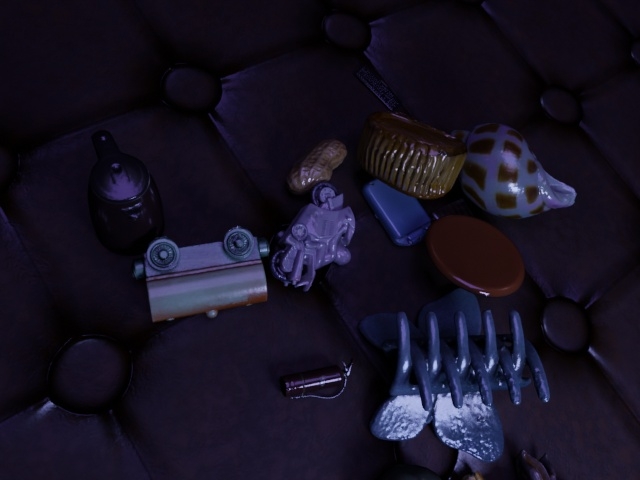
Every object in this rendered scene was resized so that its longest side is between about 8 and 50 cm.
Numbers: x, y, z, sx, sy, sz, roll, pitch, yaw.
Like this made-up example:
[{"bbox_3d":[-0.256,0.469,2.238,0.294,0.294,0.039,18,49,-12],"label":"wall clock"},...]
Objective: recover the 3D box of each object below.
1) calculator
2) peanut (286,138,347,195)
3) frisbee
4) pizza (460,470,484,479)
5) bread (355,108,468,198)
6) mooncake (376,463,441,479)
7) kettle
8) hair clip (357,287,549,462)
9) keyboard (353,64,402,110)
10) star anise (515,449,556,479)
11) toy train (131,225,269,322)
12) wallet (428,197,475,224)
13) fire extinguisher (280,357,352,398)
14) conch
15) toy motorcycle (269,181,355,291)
[{"bbox_3d":[0.190,-0.084,1.295,0.121,0.039,0.210,-27,77,-26],"label":"calculator"},{"bbox_3d":[-0.007,-0.181,1.250,0.194,0.093,0.083,-45,125,-24],"label":"peanut"},{"bbox_3d":[0.366,0.029,1.225,0.250,0.021,0.251,8,47,-9],"label":"frisbee"},{"bbox_3d":[0.316,0.564,1.071,0.098,0.036,0.160,1,68,-15],"label":"pizza"},{"bbox_3d":[0.213,-0.209,1.252,0.253,0.143,0.227,29,37,24],"label":"bread"},{"bbox_3d":[0.182,0.528,1.014,0.174,0.104,0.169,-15,79,-17],"label":"mooncake"},{"bbox_3d":[-0.390,-0.097,1.030,0.143,0.232,0.202,-16,73,-22],"label":"kettle"},{"bbox_3d":[0.264,0.257,1.074,0.317,0.238,0.393,2,69,-12],"label":"hair clip"},{"bbox_3d":[0.160,-0.423,1.439,0.155,0.010,0.053,46,63,6],"label":"keyboard"},{"bbox_3d":[0.464,0.563,1.094,0.196,0.073,0.212,-35,78,-28],"label":"star anise"},{"bbox_3d":[-0.238,0.073,1.079,0.285,0.116,0.177,-9,83,-19],"label":"toy train"},{"bbox_3d":[0.377,0.009,1.309,0.124,0.042,0.230,-25,73,-23],"label":"wallet"},{"bbox_3d":[-0.003,0.298,1.088,0.157,0.045,0.078,-7,99,-19],"label":"fire extinguisher"},{"bbox_3d":[0.453,-0.183,1.329,0.368,0.197,0.249,53,29,14],"label":"conch"},{"bbox_3d":[0.000,0.000,1.177,0.170,0.110,0.260,35,68,-14],"label":"toy motorcycle"}]
